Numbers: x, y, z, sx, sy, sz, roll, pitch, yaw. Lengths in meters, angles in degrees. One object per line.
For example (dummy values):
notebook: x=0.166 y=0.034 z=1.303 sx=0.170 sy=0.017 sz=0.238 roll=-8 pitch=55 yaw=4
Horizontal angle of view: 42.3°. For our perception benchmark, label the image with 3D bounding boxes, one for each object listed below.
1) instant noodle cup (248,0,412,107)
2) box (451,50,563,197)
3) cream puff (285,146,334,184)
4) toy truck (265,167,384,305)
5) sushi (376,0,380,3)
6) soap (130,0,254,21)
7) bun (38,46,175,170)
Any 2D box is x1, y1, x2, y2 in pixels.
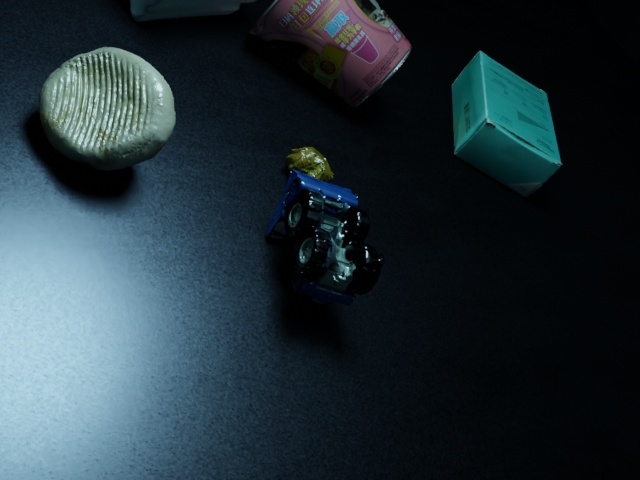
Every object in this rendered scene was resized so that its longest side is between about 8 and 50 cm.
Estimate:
instant noodle cup: x=0.032 y=-0.395 z=1.562 sx=0.255 sy=0.244 sz=0.244 roll=43 pitch=35 yaw=-10
box: x=0.401 y=-0.260 z=1.820 sx=0.205 sy=0.118 sz=0.311 roll=26 pitch=38 yaw=-15
cream puff: x=-0.014 y=-0.120 z=1.350 sx=0.083 sy=0.058 sz=0.083 roll=10 pitch=44 yaw=-38
toy truck: x=0.000 y=0.000 z=1.182 sx=0.113 sy=0.126 sz=0.208 roll=19 pitch=37 yaw=-26
sushi: x=0.049 y=-0.613 z=1.873 sx=0.225 sy=0.124 sz=0.127 roll=43 pitch=36 yaw=-6
soap: x=-0.196 y=-0.474 z=1.453 sx=0.289 sy=0.172 sz=0.095 roll=-25 pitch=88 yaw=-51
bun: x=-0.287 y=-0.167 z=1.120 sx=0.183 sy=0.102 sz=0.183 roll=2 pitch=67 yaw=-4
